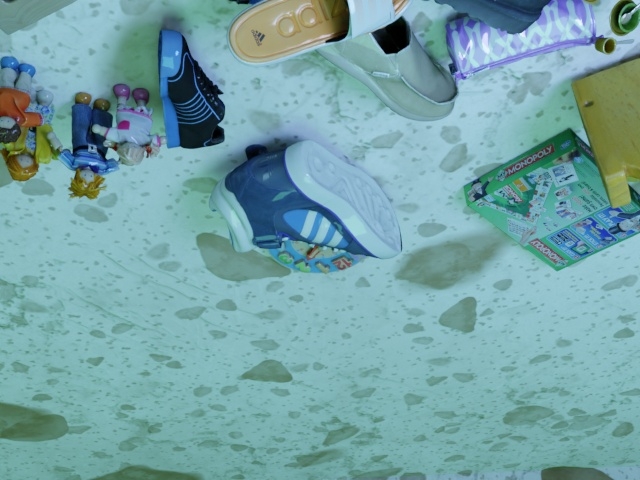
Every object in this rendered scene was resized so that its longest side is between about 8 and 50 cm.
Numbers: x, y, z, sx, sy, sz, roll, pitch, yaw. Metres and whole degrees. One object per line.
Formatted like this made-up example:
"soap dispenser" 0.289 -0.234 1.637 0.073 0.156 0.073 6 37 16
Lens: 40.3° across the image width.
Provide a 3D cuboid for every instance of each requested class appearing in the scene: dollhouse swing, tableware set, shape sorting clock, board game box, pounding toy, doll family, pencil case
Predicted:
"dollhouse swing" 0.590 -0.132 1.287 0.346 0.315 0.305 -17 133 17
"tableware set" 0.372 -0.315 1.107 0.104 0.024 0.154 -14 114 -22
"shape sorting clock" 0.000 0.000 1.594 0.206 0.040 0.206 -4 145 -3
"board game box" 0.433 -0.061 1.556 0.213 0.046 0.317 -29 139 32
"pounding toy" -0.363 -0.316 1.012 0.141 0.130 0.100 -19 143 20
"doll family" -0.357 -0.140 1.237 0.262 0.163 0.118 9 143 -20
"pencil case" 0.269 -0.278 1.182 0.206 0.088 0.086 -16 152 14

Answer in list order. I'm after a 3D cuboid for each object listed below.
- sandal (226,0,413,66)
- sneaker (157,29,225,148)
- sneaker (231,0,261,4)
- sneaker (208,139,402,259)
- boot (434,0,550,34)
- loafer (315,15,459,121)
"sandal" 0.014 -0.283 1.063 0.265 0.076 0.102 -28 105 -6
"sneaker" -0.181 -0.212 1.237 0.090 0.081 0.232 -3 152 -7
"sneaker" -0.076 -0.311 1.115 0.084 0.058 0.152 -12 141 0
"sneaker" -0.035 -0.037 1.467 0.236 0.130 0.322 -22 143 29
"boot" 0.232 -0.435 0.893 0.366 0.146 0.445 7 149 -33
"loafer" 0.101 -0.250 1.191 0.268 0.102 0.092 23 143 -33
